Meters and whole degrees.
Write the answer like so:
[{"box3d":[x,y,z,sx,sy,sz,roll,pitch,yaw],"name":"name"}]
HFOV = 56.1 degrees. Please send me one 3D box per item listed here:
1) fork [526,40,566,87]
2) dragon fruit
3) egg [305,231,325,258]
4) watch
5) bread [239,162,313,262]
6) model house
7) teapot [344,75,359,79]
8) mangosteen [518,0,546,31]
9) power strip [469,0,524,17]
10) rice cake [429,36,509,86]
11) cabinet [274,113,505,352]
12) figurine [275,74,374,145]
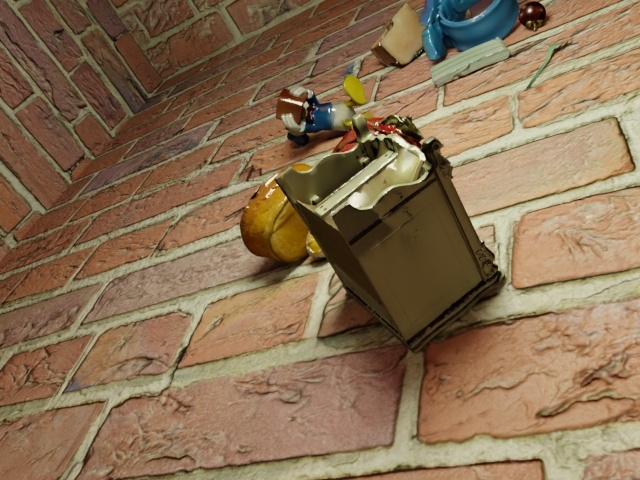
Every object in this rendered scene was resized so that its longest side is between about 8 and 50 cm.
[{"box3d":[0.608,-0.486,1.623,0.039,0.021,0.235,2,44,50],"name":"fork"},{"box3d":[0.121,-0.150,1.374,0.244,0.244,0.299,19,76,55],"name":"dragon fruit"},{"box3d":[0.000,0.000,1.421,0.071,0.071,0.083,-12,70,33],"name":"egg"},{"box3d":[0.467,-0.714,1.918,0.274,0.241,0.305,12,75,39],"name":"watch"},{"box3d":[-0.072,-0.067,1.478,0.142,0.195,0.270,22,62,44],"name":"bread"},{"box3d":[0.284,-0.729,2.185,0.183,0.166,0.172,-49,15,1],"name":"model house"},{"box3d":[0.117,-0.569,2.193,0.056,0.066,0.088,-6,11,7],"name":"teapot"},{"box3d":[0.644,-0.686,1.831,0.080,0.081,0.081,-24,30,15],"name":"mangosteen"},{"box3d":[0.633,-0.850,2.055,0.278,0.109,0.038,-22,29,18],"name":"power strip"},{"box3d":[0.454,-0.548,1.844,0.237,0.043,0.127,-21,33,21],"name":"rice cake"},{"box3d":[0.123,-0.029,1.104,0.227,0.318,0.290,-37,29,-8],"name":"cabinet"},{"box3d":[-0.032,-0.378,1.918,0.338,0.283,0.205,-20,69,56],"name":"figurine"}]
